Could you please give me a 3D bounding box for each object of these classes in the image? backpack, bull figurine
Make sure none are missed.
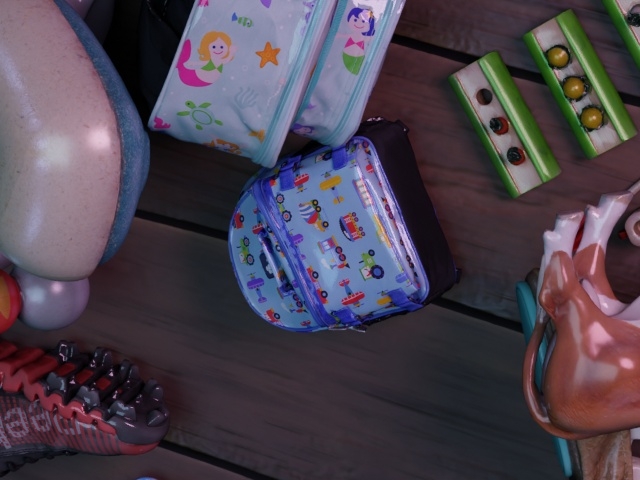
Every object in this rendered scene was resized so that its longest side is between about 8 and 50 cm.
[{"bbox_3d":[-0.041,-0.172,1.277,0.191,0.253,0.225,20,109,-6],"label":"backpack"},{"bbox_3d":[0.291,0.049,1.228,0.310,0.101,0.188,-11,98,-6],"label":"bull figurine"},{"bbox_3d":[0.000,0.000,1.377,0.173,0.117,0.158,-18,95,27],"label":"backpack"}]

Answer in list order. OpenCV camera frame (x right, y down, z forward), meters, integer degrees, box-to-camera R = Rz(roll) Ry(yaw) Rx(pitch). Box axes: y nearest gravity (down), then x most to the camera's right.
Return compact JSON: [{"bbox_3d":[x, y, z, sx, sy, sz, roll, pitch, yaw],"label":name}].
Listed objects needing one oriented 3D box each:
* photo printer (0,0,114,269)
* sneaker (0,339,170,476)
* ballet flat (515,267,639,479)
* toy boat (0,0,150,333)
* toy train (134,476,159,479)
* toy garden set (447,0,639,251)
[{"bbox_3d":[-0.318,-0.159,1.450,0.256,0.107,0.307,27,111,2],"label":"photo printer"},{"bbox_3d":[-0.255,0.154,1.523,0.276,0.097,0.135,12,107,20],"label":"sneaker"},{"bbox_3d":[0.232,0.177,1.344,0.124,0.116,0.342,-9,100,2],"label":"ballet flat"},{"bbox_3d":[-0.220,-0.048,1.329,0.267,0.148,0.318,54,138,34],"label":"toy boat"},{"bbox_3d":[-0.185,0.279,1.540,0.184,0.080,0.105,-21,104,22],"label":"toy train"},{"bbox_3d":[0.240,-0.086,1.298,0.244,0.049,0.204,-28,92,25],"label":"toy garden set"}]
